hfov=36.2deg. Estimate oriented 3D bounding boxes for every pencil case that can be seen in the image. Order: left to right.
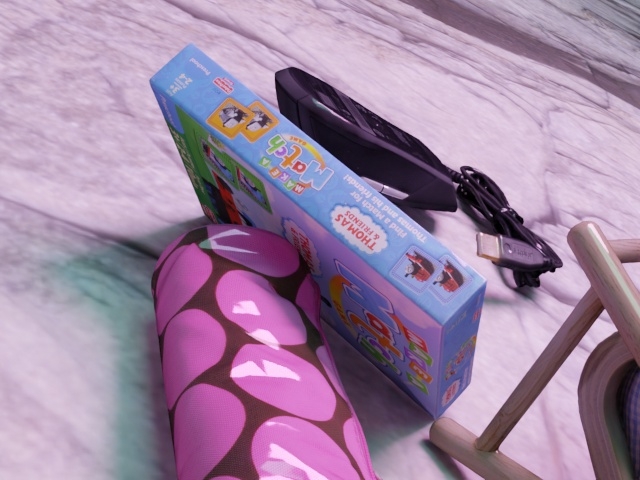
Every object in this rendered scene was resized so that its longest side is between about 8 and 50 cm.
[{"bbox_3d":[-0.024,0.076,0.469,0.098,0.095,0.209,-13,40,-8],"label":"pencil case"}]

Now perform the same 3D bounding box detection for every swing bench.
[{"bbox_3d":[0.251,0.127,0.550,0.253,0.165,0.255,-2,41,-45],"label":"swing bench"}]

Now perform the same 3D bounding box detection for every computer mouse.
[{"bbox_3d":[0.072,-0.035,0.775,0.262,0.060,0.184,24,22,-33],"label":"computer mouse"}]

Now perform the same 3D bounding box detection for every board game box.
[{"bbox_3d":[0.000,0.000,0.563,0.211,0.160,0.039,39,73,21],"label":"board game box"}]
